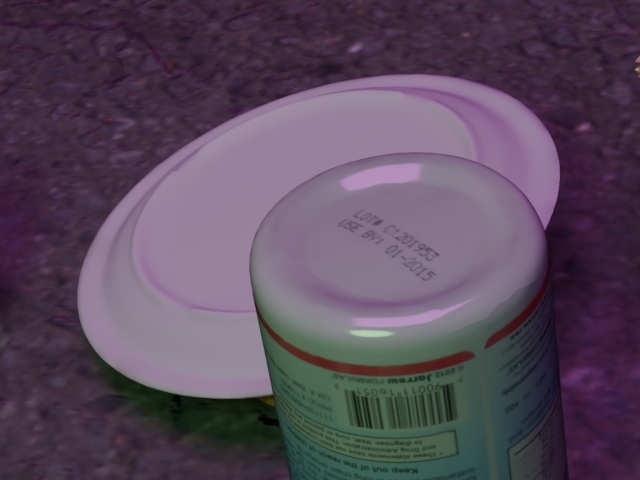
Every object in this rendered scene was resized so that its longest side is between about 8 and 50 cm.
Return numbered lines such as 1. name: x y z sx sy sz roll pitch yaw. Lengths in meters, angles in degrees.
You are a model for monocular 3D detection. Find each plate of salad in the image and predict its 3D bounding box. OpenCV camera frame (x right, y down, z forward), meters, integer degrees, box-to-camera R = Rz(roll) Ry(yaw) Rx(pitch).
1. plate of salad: 0.000 0.000 0.783 0.200 0.048 0.200 -15 35 11

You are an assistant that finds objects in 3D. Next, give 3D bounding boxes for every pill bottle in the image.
1. pill bottle: 0.032 0.060 0.603 0.087 0.160 0.087 -6 37 4

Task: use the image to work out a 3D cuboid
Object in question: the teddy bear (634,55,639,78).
1. teddy bear: 0.280 -0.014 0.710 0.338 0.113 0.245 6 47 8
